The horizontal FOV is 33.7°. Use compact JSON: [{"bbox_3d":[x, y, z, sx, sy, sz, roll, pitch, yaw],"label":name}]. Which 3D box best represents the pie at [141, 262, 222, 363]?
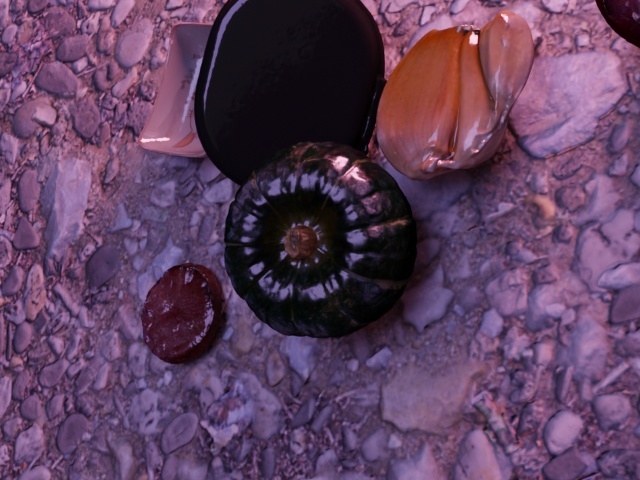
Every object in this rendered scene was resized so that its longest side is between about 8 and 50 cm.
[{"bbox_3d":[-0.203,0.107,1.556,0.154,0.036,0.154,-11,69,31],"label":"pie"}]

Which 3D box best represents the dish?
[{"bbox_3d":[-0.178,-0.224,1.619,0.151,0.077,0.212,10,81,34],"label":"dish"}]

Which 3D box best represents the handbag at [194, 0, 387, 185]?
[{"bbox_3d":[-0.040,-0.211,1.448,0.254,0.093,0.308,16,100,4],"label":"handbag"}]

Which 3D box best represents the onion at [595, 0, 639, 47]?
[{"bbox_3d":[0.428,-0.320,1.184,0.248,0.161,0.248,-17,65,41],"label":"onion"}]

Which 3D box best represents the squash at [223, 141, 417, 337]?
[{"bbox_3d":[0.000,0.000,1.343,0.252,0.165,0.252,4,101,21],"label":"squash"}]

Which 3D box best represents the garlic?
[{"bbox_3d":[0.168,-0.167,1.349,0.217,0.110,0.228,1,65,47],"label":"garlic"}]
